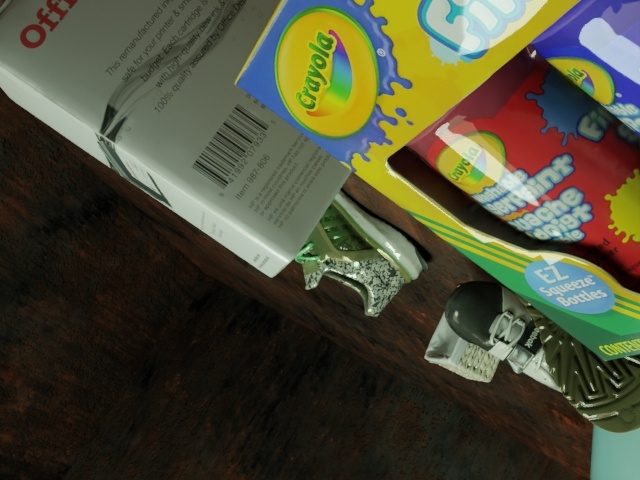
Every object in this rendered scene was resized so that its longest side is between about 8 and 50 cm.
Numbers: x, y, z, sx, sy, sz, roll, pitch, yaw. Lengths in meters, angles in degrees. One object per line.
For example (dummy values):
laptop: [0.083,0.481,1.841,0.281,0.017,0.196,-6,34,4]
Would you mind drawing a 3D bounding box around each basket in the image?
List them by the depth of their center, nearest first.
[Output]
basket: [0.294,0.178,1.362,0.103,0.167,0.113,30,167,-12]

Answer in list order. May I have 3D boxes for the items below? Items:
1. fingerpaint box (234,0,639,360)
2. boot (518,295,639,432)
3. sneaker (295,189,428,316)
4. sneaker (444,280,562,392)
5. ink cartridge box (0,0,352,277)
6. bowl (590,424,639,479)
fingerpaint box: [0.198,-0.126,0.379,0.371,0.163,0.445,36,152,-10]
boot: [0.325,0.081,0.762,0.269,0.089,0.236,10,-130,-45]
sneaker: [0.000,0.000,1.364,0.410,0.182,0.158,33,166,2]
sneaker: [0.371,0.176,1.239,0.330,0.122,0.146,29,-179,-19]
ink cartridge box: [-0.131,-0.187,0.827,0.395,0.285,0.166,35,166,-4]
bowl: [0.470,0.192,0.862,0.311,0.311,0.163,154,103,-73]
